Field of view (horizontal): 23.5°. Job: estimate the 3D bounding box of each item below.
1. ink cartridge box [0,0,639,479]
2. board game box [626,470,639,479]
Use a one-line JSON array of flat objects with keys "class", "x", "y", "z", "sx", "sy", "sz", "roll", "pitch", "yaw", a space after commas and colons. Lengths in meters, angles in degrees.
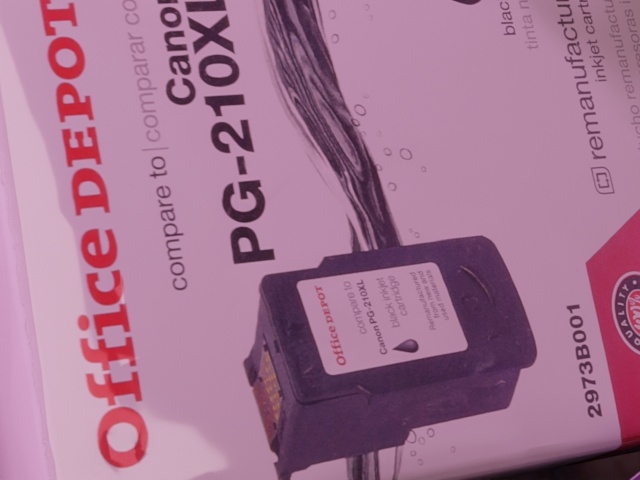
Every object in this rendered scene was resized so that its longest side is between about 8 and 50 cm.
[{"class": "ink cartridge box", "x": 0.000, "y": 0.000, "z": 0.497, "sx": 0.237, "sy": 0.100, "sz": 0.172, "roll": -6, "pitch": 78, "yaw": -26}, {"class": "board game box", "x": 0.117, "y": 0.167, "z": 0.399, "sx": 0.347, "sy": 0.056, "sz": 0.208, "roll": -29, "pitch": 71, "yaw": -27}]
